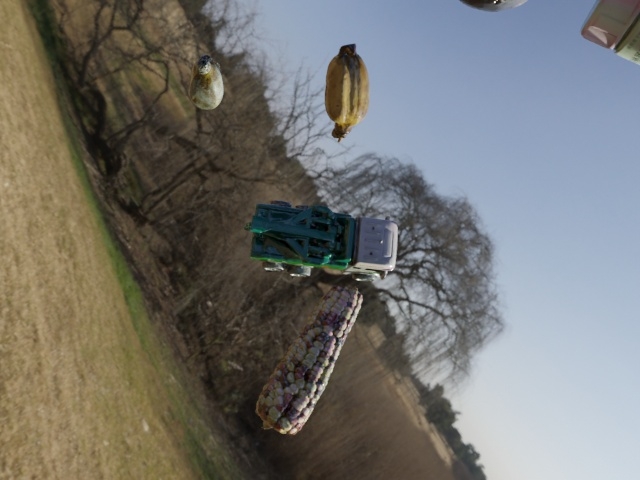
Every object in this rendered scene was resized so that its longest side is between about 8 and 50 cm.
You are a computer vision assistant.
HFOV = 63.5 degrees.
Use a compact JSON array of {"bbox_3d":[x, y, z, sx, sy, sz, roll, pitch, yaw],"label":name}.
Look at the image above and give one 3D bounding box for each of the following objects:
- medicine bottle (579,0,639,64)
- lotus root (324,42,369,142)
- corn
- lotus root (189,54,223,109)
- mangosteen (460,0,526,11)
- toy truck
[{"bbox_3d":[0.520,-0.351,0.814,0.168,0.135,0.135,31,-6,10],"label":"medicine bottle"},{"bbox_3d":[0.040,-0.227,0.807,0.063,0.072,0.152,42,-49,55],"label":"lotus root"},{"bbox_3d":[-0.016,0.195,0.879,0.092,0.281,0.092,26,-18,9],"label":"corn"},{"bbox_3d":[-0.267,-0.370,1.208,0.088,0.088,0.165,56,-23,15],"label":"lotus root"},{"bbox_3d":[0.239,-0.450,0.713,0.250,0.211,0.211,44,-1,-2],"label":"mangosteen"},{"bbox_3d":[0.000,0.001,1.195,0.178,0.362,0.177,153,-56,-73],"label":"toy truck"}]
